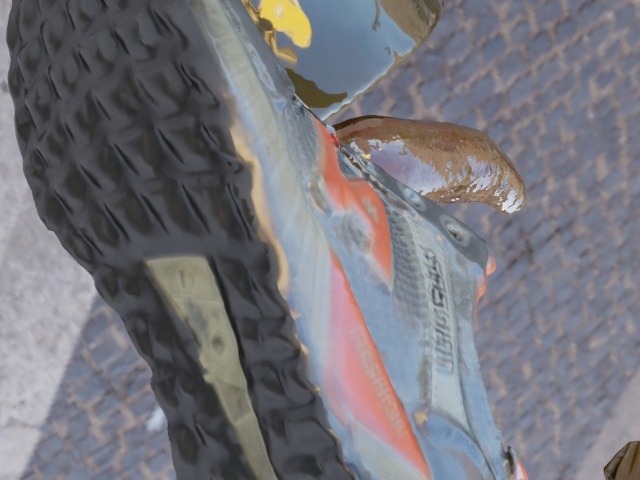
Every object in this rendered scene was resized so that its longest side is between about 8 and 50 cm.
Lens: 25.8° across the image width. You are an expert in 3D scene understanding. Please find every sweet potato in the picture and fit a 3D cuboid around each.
[{"bbox_3d":[0.030,-0.038,0.786,0.255,0.058,0.078,-10,145,-39],"label":"sweet potato"}]

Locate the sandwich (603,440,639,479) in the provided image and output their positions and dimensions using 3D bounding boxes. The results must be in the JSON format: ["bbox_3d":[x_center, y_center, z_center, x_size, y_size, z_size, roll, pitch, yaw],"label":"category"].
[{"bbox_3d":[0.144,0.058,0.292,0.079,0.113,0.163,14,134,-32],"label":"sandwich"}]

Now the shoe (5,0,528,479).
[{"bbox_3d":[0.000,0.000,0.588,0.171,0.337,0.132,-17,170,-45],"label":"shoe"}]

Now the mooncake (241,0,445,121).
[{"bbox_3d":[-0.064,-0.157,1.002,0.284,0.284,0.156,-34,109,-8],"label":"mooncake"}]
